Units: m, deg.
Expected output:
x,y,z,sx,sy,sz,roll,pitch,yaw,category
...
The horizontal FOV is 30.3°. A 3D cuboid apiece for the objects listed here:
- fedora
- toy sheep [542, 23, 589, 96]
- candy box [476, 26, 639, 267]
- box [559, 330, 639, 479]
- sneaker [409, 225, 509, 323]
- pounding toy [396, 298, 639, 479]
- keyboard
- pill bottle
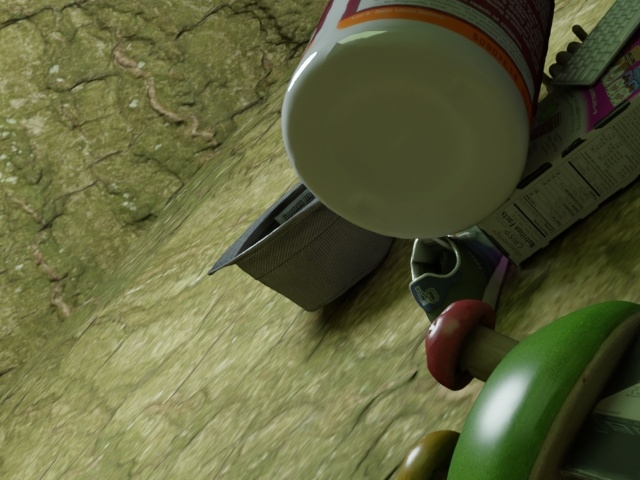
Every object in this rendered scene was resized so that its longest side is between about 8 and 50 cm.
x,y,z,sx,sy,sz,roll,pitch,yaw,category
0.000,0.000,1.435,0.244,0.124,0.275,-34,10,28,fedora
0.276,-0.167,1.232,0.132,0.091,0.091,-49,14,10,toy sheep
0.252,-0.096,1.134,0.233,0.071,0.159,-38,17,20,candy box
0.290,0.034,0.534,0.242,0.076,0.307,11,54,45,box
0.129,0.017,1.128,0.064,0.086,0.192,-36,17,30,sneaker
0.102,0.119,0.648,0.110,0.237,0.183,22,63,29,pounding toy
0.322,-0.248,1.159,0.256,0.014,0.072,-51,15,-8,keyboard
0.115,-0.200,1.176,0.224,0.224,0.392,-34,22,36,pill bottle
